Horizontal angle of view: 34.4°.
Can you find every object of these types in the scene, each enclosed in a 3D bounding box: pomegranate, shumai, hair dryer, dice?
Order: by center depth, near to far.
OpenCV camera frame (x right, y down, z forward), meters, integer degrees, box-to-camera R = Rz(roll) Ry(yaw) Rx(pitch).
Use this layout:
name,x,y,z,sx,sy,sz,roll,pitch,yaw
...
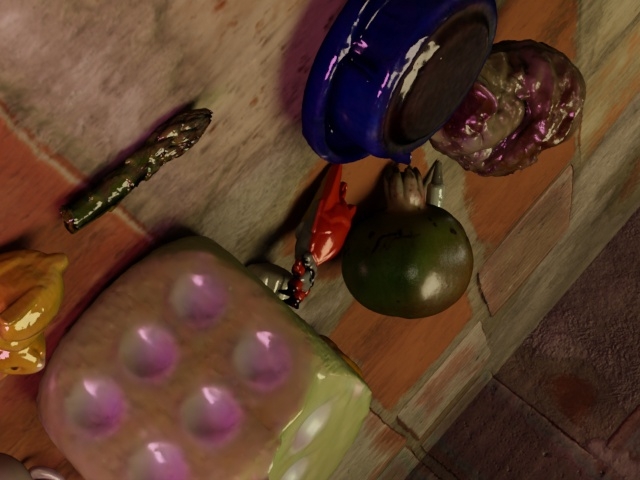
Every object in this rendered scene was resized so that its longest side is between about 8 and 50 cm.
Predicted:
name,x,y,z,sx,sy,sz,roll,pitch,yaw
dice,-0.110,0.166,1.063,0.252,0.254,0.250,-49,162,-6
shumai,0.197,-0.188,1.285,0.185,0.218,0.184,30,97,-30
pomegranate,0.116,0.002,1.394,0.180,0.179,0.210,-22,108,-51
hair dryer,0.156,-0.033,1.530,0.044,0.154,0.183,-5,95,-36

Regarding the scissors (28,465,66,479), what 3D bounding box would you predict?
name,x,y,z,sx,sy,sz,roll,pitch,yaw
scissors,-0.255,0.302,1.160,0.212,0.021,0.110,13,122,-24

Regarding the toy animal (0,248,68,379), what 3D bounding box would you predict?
name,x,y,z,sx,sy,sz,roll,pitch,yaw
toy animal,-0.258,0.077,0.882,0.083,0.070,0.159,-34,159,-39

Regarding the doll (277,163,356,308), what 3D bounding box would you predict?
name,x,y,z,sx,sy,sz,roll,pitch,yaw
doll,0.000,0.000,1.233,0.109,0.057,0.169,68,37,-57

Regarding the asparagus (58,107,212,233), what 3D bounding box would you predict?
name,x,y,z,sx,sy,sz,roll,pitch,yaw
asparagus,-0.156,-0.065,0.894,0.165,0.030,0.036,-42,147,-19

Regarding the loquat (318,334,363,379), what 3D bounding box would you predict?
name,x,y,z,sx,sy,sz,roll,pitch,yaw
loquat,0.004,0.204,1.532,0.113,0.137,0.137,-22,157,1

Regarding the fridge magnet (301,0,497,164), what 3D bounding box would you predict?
name,x,y,z,sx,sy,sz,roll,pitch,yaw
fridge magnet,0.085,-0.187,1.055,0.265,0.112,0.265,-43,157,-23

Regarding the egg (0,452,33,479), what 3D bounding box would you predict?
name,x,y,z,sx,sy,sz,roll,pitch,yaw
egg,-0.331,0.264,0.989,0.135,0.103,0.103,-52,159,8

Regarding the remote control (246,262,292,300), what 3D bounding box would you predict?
name,x,y,z,sx,sy,sz,roll,pitch,yaw
remote control,-0.087,0.142,1.258,0.090,0.049,0.230,-2,110,-62
